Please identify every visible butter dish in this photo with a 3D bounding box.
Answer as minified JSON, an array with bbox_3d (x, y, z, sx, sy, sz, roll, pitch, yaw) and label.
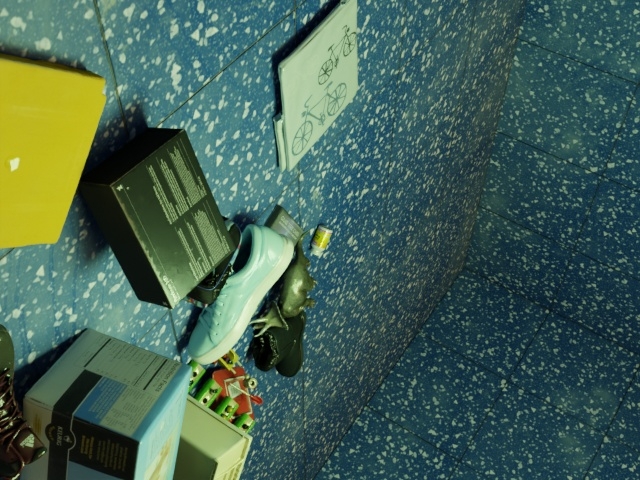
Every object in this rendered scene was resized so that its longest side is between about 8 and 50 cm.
[{"bbox_3d":[-0.265,0.424,2.175,0.160,0.118,0.159,4,73,-63],"label":"butter dish"}]

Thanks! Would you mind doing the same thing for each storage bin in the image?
[{"bbox_3d":[-0.327,0.516,1.920,0.123,0.262,0.260,-26,139,-56],"label":"storage bin"}]

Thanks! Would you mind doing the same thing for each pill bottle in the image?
[{"bbox_3d":[0.000,0.000,2.359,0.083,0.043,0.043,-67,159,10],"label":"pill bottle"}]

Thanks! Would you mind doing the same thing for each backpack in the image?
[{"bbox_3d":[-0.246,0.028,1.676,0.117,0.158,0.173,100,14,-58],"label":"backpack"}]

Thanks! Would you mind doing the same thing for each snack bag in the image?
[{"bbox_3d":[-0.008,-0.367,1.897,0.323,0.037,0.342,-51,157,-28],"label":"snack bag"}]

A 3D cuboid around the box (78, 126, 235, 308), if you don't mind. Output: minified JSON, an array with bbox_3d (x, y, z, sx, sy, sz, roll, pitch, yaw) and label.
[{"bbox_3d":[-0.281,-0.041,1.441,0.184,0.103,0.261,-48,132,-38],"label":"box"}]

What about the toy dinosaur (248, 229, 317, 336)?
[{"bbox_3d":[-0.067,0.130,2.259,0.313,0.121,0.160,-63,172,12],"label":"toy dinosaur"}]

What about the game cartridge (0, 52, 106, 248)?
[{"bbox_3d":[-0.451,-0.120,1.151,0.285,0.053,0.324,-67,161,12],"label":"game cartridge"}]

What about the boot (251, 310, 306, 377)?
[{"bbox_3d":[-0.129,0.330,2.389,0.207,0.094,0.246,-35,141,-55],"label":"boot"}]

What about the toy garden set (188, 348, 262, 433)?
[{"bbox_3d":[-0.236,0.387,2.062,0.244,0.049,0.203,51,59,-22],"label":"toy garden set"}]

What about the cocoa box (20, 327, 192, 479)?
[{"bbox_3d":[-0.407,0.390,1.555,0.231,0.228,0.347,-60,167,-58],"label":"cocoa box"}]

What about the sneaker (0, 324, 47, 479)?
[{"bbox_3d":[-0.506,0.279,1.344,0.106,0.163,0.281,-32,144,-53],"label":"sneaker"}]

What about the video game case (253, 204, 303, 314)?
[{"bbox_3d":[-0.145,0.058,2.117,0.274,0.026,0.196,-60,159,-8],"label":"video game case"}]

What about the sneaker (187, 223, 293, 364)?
[{"bbox_3d":[-0.224,0.113,1.910,0.150,0.135,0.365,33,90,-38],"label":"sneaker"}]
